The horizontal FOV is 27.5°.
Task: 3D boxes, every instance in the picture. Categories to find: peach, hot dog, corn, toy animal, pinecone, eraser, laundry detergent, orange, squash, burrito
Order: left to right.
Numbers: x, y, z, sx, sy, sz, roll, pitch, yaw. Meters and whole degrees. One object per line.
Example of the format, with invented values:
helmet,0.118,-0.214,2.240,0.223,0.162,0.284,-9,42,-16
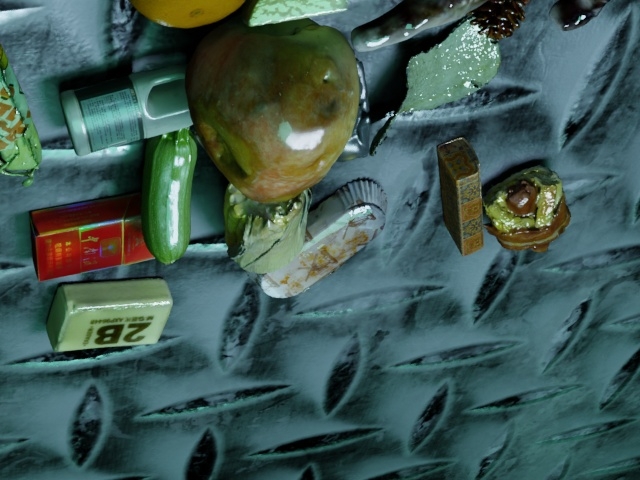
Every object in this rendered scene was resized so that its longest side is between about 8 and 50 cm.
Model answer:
burrito,-0.404,-0.159,1.557,0.104,0.054,0.288,-19,147,-6
eraser,-0.323,0.115,1.996,0.172,0.058,0.117,-2,141,-28
laundry detergent,-0.209,-0.173,1.642,0.225,0.070,0.099,-16,139,-10
squash,-0.204,-0.070,1.753,0.068,0.077,0.219,-10,124,-30
orange,-0.147,-0.307,1.441,0.156,0.124,0.156,-11,164,-3
corn,-0.074,-0.030,1.821,0.123,0.122,0.305,-4,168,-4
peach,-0.052,-0.154,1.568,0.214,0.214,0.235,-13,121,-15
hot dog,0.000,0.000,2.026,0.252,0.069,0.131,-36,136,14
toy animal,0.195,-0.358,1.467,0.344,0.194,0.302,-14,167,-18
pinecone,0.229,-0.315,1.684,0.102,0.102,0.109,6,107,-37
hot dog,0.346,-0.037,2.146,0.146,0.103,0.213,-30,148,10

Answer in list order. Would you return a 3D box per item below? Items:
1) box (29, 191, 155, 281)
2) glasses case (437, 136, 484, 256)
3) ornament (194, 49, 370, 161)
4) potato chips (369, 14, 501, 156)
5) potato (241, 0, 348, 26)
box,-0.317,-0.005,1.836,0.175,0.048,0.112,-12,145,-17
glasses case,0.225,-0.067,2.056,0.049,0.075,0.218,-23,147,-6
ornament,-0.055,-0.154,1.760,0.236,0.080,0.202,-19,144,-10
potato chips,0.148,-0.208,1.817,0.228,0.059,0.167,-33,158,-7
potato,-0.046,-0.307,1.515,0.120,0.149,0.081,-10,113,-15
